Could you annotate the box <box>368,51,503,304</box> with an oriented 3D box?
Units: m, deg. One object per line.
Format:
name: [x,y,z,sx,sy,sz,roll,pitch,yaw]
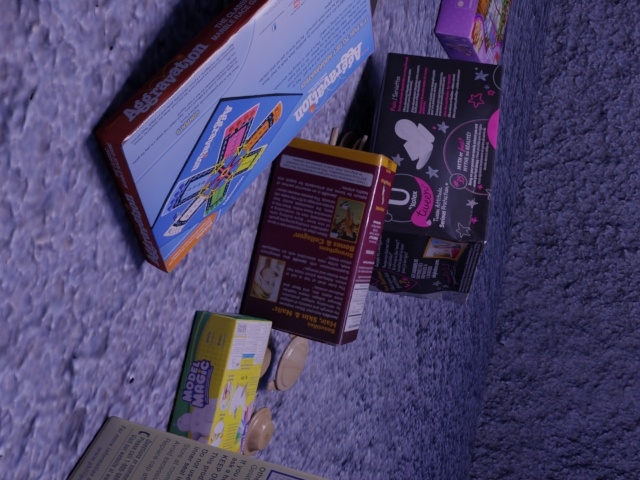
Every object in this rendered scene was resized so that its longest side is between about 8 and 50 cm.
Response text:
box: [0.125,-0.073,1.209,0.163,0.142,0.247,92,9,-61]

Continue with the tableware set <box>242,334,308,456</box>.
tableware set: [-0.064,0.162,1.051,0.168,0.020,0.141,-68,157,-3]

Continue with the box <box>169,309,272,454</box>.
box: [-0.095,0.155,0.928,0.105,0.043,0.179,22,79,-73]

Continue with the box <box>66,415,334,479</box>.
box: [-0.063,0.268,0.769,0.117,0.243,0.213,-60,156,-43]

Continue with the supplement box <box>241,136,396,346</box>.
supplement box: [0.000,0.000,1.010,0.081,0.104,0.188,7,97,-75]

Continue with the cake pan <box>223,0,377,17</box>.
cake pan: [-0.001,-0.260,0.902,0.293,0.054,0.293,13,90,-73]

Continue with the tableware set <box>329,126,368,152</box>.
tableware set: [0.028,-0.030,1.192,0.128,0.039,0.194,16,87,-73]

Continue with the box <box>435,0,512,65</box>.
box: [0.255,-0.383,1.631,0.293,0.057,0.200,15,88,-73]

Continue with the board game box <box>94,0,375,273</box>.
board game box: [-0.050,-0.118,0.776,0.281,0.027,0.145,-50,151,-27]
